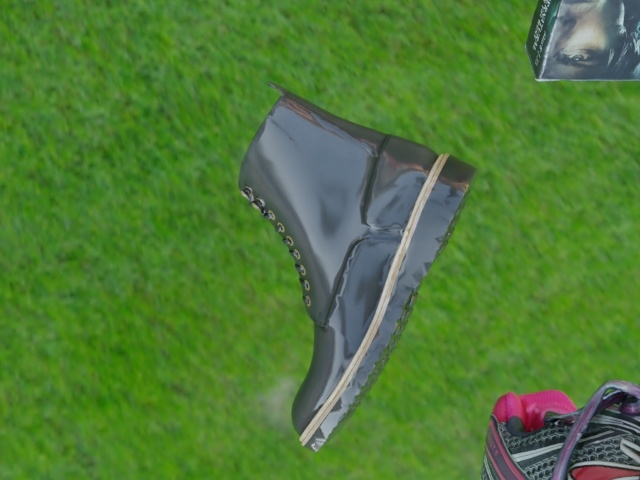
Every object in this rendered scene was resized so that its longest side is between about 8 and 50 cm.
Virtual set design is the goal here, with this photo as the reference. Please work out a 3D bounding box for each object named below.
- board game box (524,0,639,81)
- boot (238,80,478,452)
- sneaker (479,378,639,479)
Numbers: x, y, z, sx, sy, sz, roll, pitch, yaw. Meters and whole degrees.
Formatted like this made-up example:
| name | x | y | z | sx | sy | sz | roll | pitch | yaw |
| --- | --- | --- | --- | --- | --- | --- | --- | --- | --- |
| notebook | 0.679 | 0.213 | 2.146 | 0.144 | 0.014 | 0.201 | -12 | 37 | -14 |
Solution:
| name | x | y | z | sx | sy | sz | roll | pitch | yaw |
| --- | --- | --- | --- | --- | --- | --- | --- | --- | --- |
| board game box | 0.188 | -0.119 | 0.681 | 0.186 | 0.026 | 0.126 | -2 | 138 | -11 |
| boot | -0.007 | 0.014 | 0.999 | 0.137 | 0.077 | 0.198 | 27 | 100 | 7 |
| sneaker | 0.171 | 0.119 | 0.798 | 0.121 | 0.299 | 0.112 | 3 | 80 | -33 |
